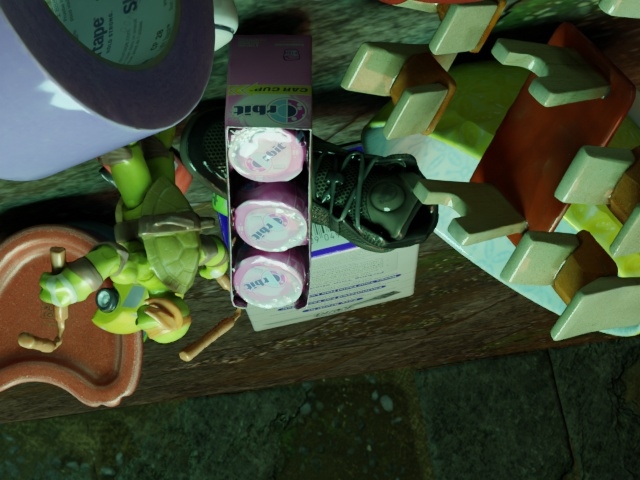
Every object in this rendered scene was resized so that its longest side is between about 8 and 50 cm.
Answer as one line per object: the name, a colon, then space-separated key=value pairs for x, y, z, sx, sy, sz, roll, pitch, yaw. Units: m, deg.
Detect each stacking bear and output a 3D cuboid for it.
stacking bear: x=-0.230 y=0.061 z=1.754 sx=0.175 sy=0.164 sz=0.289 roll=7 pitch=-178 yaw=6

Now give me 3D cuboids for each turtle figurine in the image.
turtle figurine: x=-0.131 y=-0.016 z=1.293 sx=0.087 sy=0.217 sz=0.269 roll=-12 pitch=177 yaw=32

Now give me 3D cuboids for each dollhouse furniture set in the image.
dollhouse furniture set: x=0.175 y=-0.107 z=1.181 sx=0.135 sy=0.262 sz=0.259 roll=-5 pitch=135 yaw=-41

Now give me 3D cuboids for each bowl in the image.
bowl: x=0.194 y=-0.065 z=1.492 sx=0.156 sy=0.289 sz=0.289 roll=-53 pitch=174 yaw=-11

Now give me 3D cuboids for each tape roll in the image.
tape roll: x=-0.136 y=-0.129 z=0.846 sx=0.080 sy=0.189 sz=0.189 roll=-18 pitch=167 yaw=29

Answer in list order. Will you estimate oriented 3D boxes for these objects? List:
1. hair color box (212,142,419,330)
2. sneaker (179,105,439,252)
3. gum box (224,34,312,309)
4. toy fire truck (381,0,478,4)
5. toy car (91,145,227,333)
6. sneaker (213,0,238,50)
hair color box: x=0.000 y=0.000 z=1.814 sx=0.185 sy=0.110 sz=0.339 roll=-13 pitch=167 yaw=-1
sneaker: x=0.003 y=-0.053 z=1.448 sx=0.228 sy=0.087 sz=0.130 roll=25 pitch=167 yaw=-23
gum box: x=-0.037 y=-0.046 z=1.319 sx=0.062 sy=0.107 sz=0.188 roll=0 pitch=134 yaw=-1
toy fire truck: x=0.131 y=-0.209 z=0.919 sx=0.217 sy=0.158 sz=0.246 roll=-23 pitch=154 yaw=40
toy car: x=-0.093 y=-0.028 z=1.546 sx=0.225 sy=0.053 sz=0.239 roll=-26 pitch=143 yaw=-32
sneaker: x=-0.167 y=-0.097 z=1.205 sx=0.258 sy=0.091 sz=0.094 roll=-17 pitch=168 yaw=22
